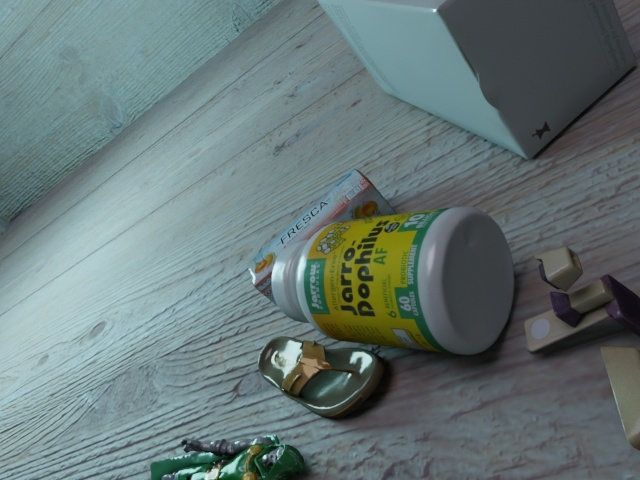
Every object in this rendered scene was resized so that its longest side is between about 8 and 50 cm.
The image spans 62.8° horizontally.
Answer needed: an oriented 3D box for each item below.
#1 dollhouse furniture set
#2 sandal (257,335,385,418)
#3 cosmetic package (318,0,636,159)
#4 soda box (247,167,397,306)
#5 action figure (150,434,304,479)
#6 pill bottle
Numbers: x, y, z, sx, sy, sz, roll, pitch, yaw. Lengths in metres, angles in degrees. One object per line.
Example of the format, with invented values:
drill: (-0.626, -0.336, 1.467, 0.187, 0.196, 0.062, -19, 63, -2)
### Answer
dollhouse furniture set: (0.162, 0.081, 0.344, 0.081, 0.091, 0.114, -40, 31, 40)
sandal: (-0.015, 0.124, 0.519, 0.180, 0.049, 0.072, 2, 55, 51)
cosmetic package: (0.153, -0.259, 0.631, 0.155, 0.197, 0.365, -42, 33, 4)
soda box: (0.000, 0.000, 0.635, 0.183, 0.063, 0.058, -41, 31, 6)
action figure: (-0.112, 0.237, 0.499, 0.232, 0.063, 0.137, -28, 32, 21)
pill bottle: (0.053, 0.036, 0.478, 0.209, 0.117, 0.117, -4, 50, 47)
